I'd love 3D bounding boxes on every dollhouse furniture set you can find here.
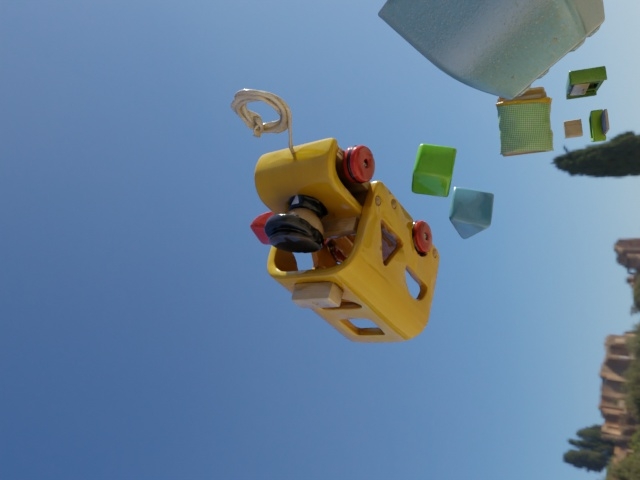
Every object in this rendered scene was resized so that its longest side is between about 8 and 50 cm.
[{"bbox_3d":[0.678,-0.373,1.753,0.151,0.302,0.197,8,-103,-73],"label":"dollhouse furniture set"}]

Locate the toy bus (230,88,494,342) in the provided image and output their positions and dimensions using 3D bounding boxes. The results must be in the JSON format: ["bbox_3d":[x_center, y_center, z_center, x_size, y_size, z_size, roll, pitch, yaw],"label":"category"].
[{"bbox_3d":[0.011,0.006,0.462,0.191,0.202,0.104,109,176,-61],"label":"toy bus"}]

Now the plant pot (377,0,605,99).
[{"bbox_3d":[0.300,-0.378,0.941,0.252,0.247,0.248,49,-134,2],"label":"plant pot"}]
